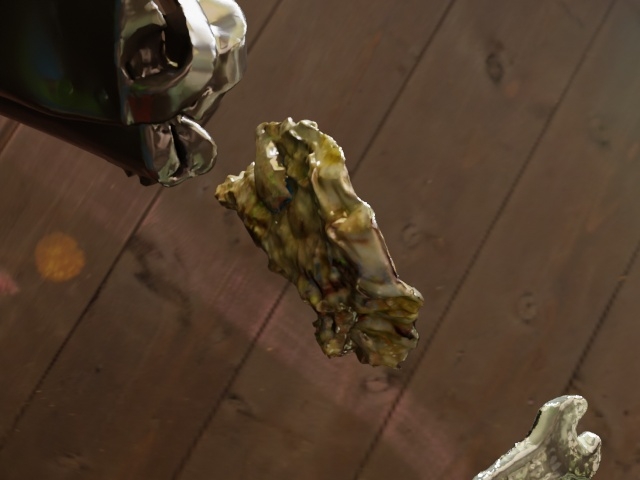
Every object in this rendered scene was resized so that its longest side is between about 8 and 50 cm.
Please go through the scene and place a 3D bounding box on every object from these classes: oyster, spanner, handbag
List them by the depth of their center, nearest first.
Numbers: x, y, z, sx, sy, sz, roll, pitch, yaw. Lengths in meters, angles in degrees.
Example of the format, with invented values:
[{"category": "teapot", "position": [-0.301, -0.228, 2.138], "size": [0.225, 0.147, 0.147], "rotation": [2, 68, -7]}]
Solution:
[{"category": "handbag", "position": [-0.138, -0.175, 0.546], "size": [0.113, 0.257, 0.285], "rotation": [-29, -47, -27]}, {"category": "spanner", "position": [0.062, 0.173, 0.746], "size": [0.302, 0.017, 0.071], "rotation": [-28, -69, -32]}, {"category": "oyster", "position": [0.000, 0.000, 0.944], "size": [0.083, 0.223, 0.214], "rotation": [-31, -106, -13]}]
